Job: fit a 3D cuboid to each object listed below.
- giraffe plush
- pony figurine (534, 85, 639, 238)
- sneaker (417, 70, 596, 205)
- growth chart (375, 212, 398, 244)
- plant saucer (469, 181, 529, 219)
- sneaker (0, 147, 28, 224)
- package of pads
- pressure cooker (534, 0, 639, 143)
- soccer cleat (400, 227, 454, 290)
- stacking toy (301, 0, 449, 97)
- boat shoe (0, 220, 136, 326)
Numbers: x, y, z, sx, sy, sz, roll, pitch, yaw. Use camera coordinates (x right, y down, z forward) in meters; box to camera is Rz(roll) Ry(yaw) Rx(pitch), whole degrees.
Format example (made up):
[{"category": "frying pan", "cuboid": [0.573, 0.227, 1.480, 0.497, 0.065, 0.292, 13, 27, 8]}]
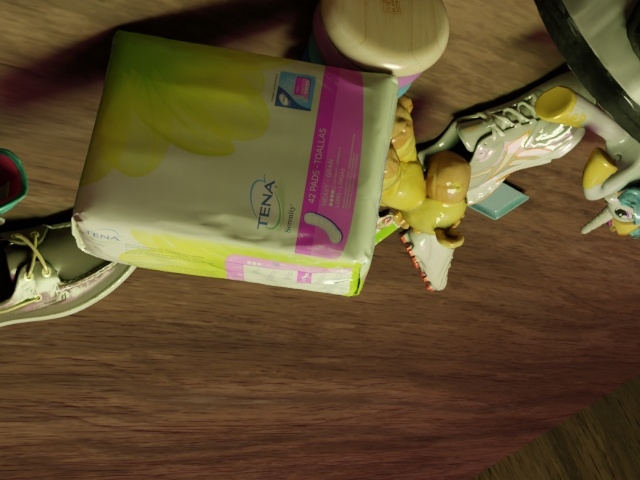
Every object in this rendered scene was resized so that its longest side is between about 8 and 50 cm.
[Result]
[{"category": "giraffe plush", "cuboid": [0.110, -0.068, 1.661, 0.171, 0.181, 0.210, 23, 150, -8]}, {"category": "pony figurine", "cuboid": [0.467, -0.144, 1.743, 0.351, 0.302, 0.363, -30, 152, 9]}, {"category": "sneaker", "cuboid": [0.246, -0.143, 1.803, 0.262, 0.099, 0.121, -37, 146, 21]}, {"category": "growth chart", "cuboid": [0.000, 0.000, 1.954, 0.237, 0.021, 0.172, 4, 145, -45]}, {"category": "plant saucer", "cuboid": [0.249, -0.073, 2.037, 0.067, 0.018, 0.192, -34, 155, 21]}, {"category": "sneaker", "cuboid": [-0.382, -0.019, 1.422, 0.178, 0.123, 0.295, -21, 143, 4]}, {"category": "package of pads", "cuboid": [-0.084, -0.072, 1.348, 0.297, 0.229, 0.101, 9, 156, 1]}, {"category": "pressure cooker", "cuboid": [0.454, -0.311, 1.314, 0.370, 0.375, 0.420, 2, 148, -45]}, {"category": "soccer cleat", "cuboid": [0.183, 0.024, 2.116, 0.076, 0.068, 0.196, -28, 153, 2]}, {"category": "stacking toy", "cuboid": [0.019, -0.171, 1.521, 0.141, 0.141, 0.330, -12, 160, -25]}, {"category": "boat shoe", "cuboid": [-0.362, 0.041, 1.600, 0.305, 0.109, 0.091, -19, 160, -3]}]
